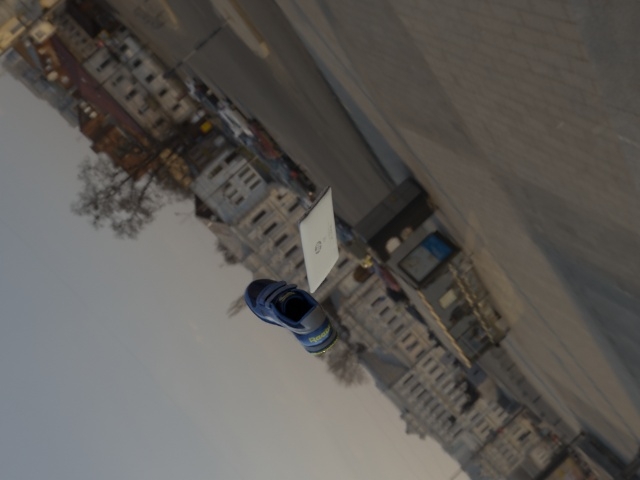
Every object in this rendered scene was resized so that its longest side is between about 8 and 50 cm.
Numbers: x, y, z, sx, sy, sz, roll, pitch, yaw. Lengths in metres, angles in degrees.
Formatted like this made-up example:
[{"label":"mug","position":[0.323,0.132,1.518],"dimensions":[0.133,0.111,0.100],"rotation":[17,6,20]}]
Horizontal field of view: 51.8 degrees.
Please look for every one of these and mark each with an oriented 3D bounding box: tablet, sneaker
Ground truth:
[{"label":"tablet","position":[0.000,0.000,0.570],"dimensions":[0.006,0.054,0.083],"rotation":[15,135,25]},{"label":"sneaker","position":[-0.040,0.073,0.756],"dimensions":[0.144,0.053,0.059],"rotation":[25,153,41]}]
